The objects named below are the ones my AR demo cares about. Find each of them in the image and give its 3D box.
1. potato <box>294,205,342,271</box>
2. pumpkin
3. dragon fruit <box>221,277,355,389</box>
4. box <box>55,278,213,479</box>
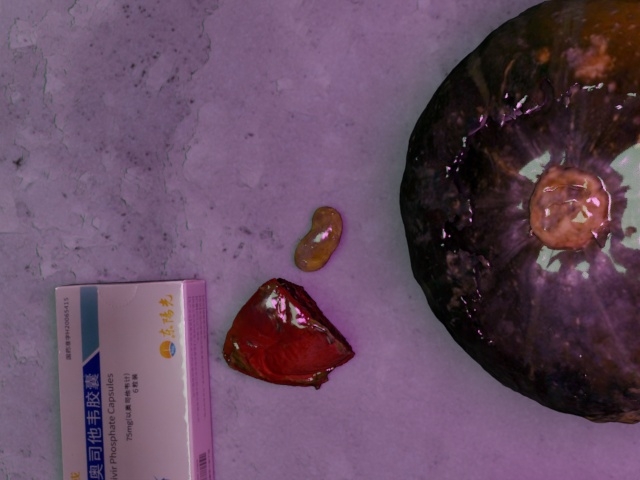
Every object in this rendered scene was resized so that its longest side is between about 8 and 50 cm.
[{"bbox_3d":[0.000,0.000,1.509,0.046,0.045,0.092,39,103,53],"label":"potato"},{"bbox_3d":[0.301,-0.034,1.223,0.454,0.344,0.454,6,103,27],"label":"pumpkin"},{"bbox_3d":[-0.055,0.137,1.493,0.161,0.127,0.120,-43,69,15],"label":"dragon fruit"},{"bbox_3d":[-0.249,0.226,1.592,0.200,0.065,0.343,-3,89,20],"label":"box"}]
